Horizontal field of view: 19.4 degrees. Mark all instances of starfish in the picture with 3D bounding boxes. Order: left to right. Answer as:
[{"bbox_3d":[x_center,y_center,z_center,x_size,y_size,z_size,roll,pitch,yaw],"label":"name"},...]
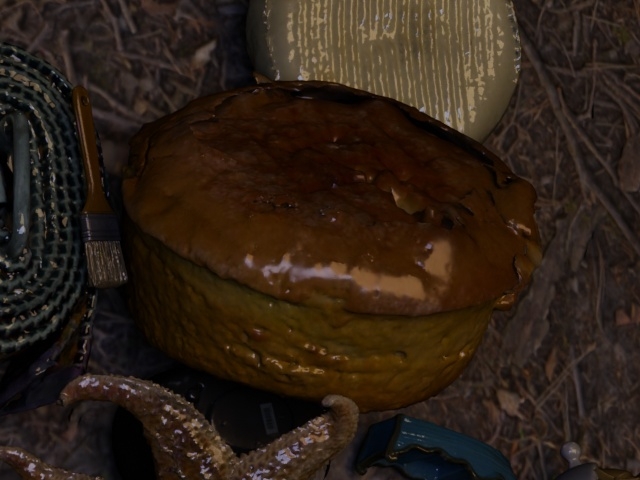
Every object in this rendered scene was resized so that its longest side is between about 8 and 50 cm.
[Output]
[{"bbox_3d":[-0.102,0.232,1.522,0.299,0.060,0.302,-11,116,1],"label":"starfish"}]

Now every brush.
[{"bbox_3d":[-0.186,-0.044,1.533,0.043,0.014,0.169,0,79,-57],"label":"brush"}]

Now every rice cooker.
[{"bbox_3d":[-0.078,0.168,1.636,0.203,0.118,0.142,-6,76,-31],"label":"rice cooker"}]

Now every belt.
[{"bbox_3d":[-0.285,-0.016,1.541,0.207,0.160,0.295,13,67,-29],"label":"belt"}]

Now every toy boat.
[{"bbox_3d":[0.120,0.226,1.768,0.185,0.075,0.077,23,60,-30],"label":"toy boat"}]

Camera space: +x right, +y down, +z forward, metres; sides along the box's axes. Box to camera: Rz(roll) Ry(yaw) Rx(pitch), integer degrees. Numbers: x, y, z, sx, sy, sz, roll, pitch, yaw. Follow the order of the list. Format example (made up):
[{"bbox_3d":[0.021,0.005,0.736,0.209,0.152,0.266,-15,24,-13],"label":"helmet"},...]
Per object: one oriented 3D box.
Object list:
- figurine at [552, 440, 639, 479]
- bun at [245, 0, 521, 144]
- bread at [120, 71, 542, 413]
[{"bbox_3d":[0.244,0.340,1.788,0.194,0.133,0.274,10,96,-71],"label":"figurine"},{"bbox_3d":[0.054,-0.189,1.829,0.287,0.146,0.287,3,77,-15],"label":"bun"},{"bbox_3d":[0.003,0.001,1.611,0.358,0.204,0.337,8,33,-4],"label":"bread"}]
